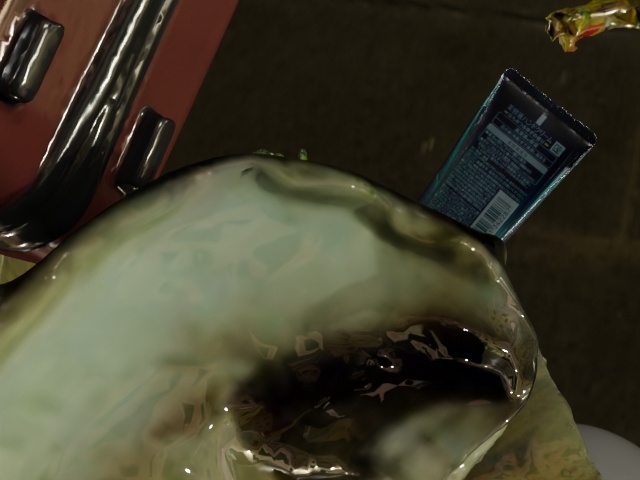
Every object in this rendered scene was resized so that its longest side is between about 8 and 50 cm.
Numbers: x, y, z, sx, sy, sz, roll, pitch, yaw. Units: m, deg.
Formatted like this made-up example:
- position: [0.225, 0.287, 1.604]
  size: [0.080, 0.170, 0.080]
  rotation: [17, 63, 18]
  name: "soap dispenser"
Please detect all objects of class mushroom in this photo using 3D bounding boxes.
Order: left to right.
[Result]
- position: [-0.058, 0.126, 0.681]
  size: [0.248, 0.344, 0.130]
  rotation: [25, 158, 1]
  name: "mushroom"

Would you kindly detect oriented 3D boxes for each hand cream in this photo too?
- position: [0.163, -0.042, 1.891]
  size: [0.120, 0.061, 0.270]
  rotation: [40, 110, 8]
  name: "hand cream"

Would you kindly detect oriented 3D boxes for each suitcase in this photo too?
- position: [-0.149, -0.149, 0.796]
  size: [0.236, 0.297, 0.161]
  rotation: [12, 164, 34]
  name: "suitcase"

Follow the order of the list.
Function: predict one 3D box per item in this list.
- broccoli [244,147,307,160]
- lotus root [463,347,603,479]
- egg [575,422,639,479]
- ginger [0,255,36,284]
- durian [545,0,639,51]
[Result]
- position: [-0.002, 0.007, 2.083]
  size: [0.304, 0.145, 0.165]
  rotation: [16, 139, -12]
  name: "broccoli"
- position: [0.019, 0.212, 1.035]
  size: [0.346, 0.250, 0.250]
  rotation: [-27, 117, -4]
  name: "lotus root"
- position: [0.199, 0.236, 1.372]
  size: [0.176, 0.176, 0.232]
  rotation: [-17, 143, 21]
  name: "egg"
- position: [-0.111, 0.152, 1.312]
  size: [0.358, 0.211, 0.413]
  rotation: [-28, 137, 13]
  name: "ginger"
- position: [0.149, -0.124, 0.577]
  size: [0.208, 0.146, 0.102]
  rotation: [-32, 119, -11]
  name: "durian"
